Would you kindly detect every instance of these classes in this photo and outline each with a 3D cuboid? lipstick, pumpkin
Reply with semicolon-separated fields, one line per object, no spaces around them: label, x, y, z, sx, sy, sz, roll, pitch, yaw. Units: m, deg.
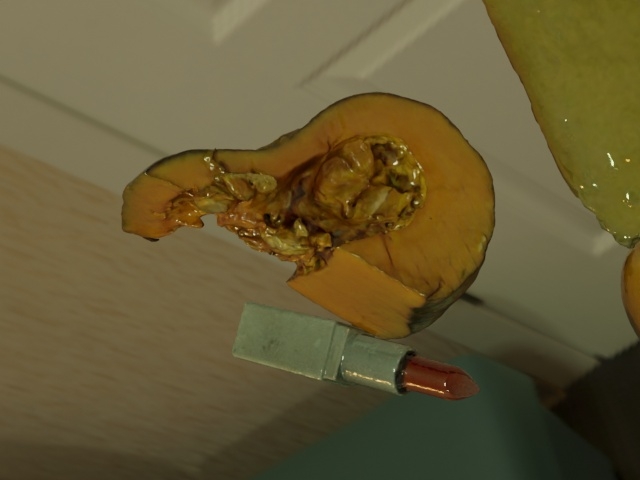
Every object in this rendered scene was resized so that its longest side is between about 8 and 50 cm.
lipstick;0.019;0.057;0.689;0.129;0.030;0.030;11;83;33
pumpkin;0.000;0.000;1.142;0.190;0.280;0.139;67;156;9

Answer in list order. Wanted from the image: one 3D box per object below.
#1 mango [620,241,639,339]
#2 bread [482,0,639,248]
mango;0.259;0.056;0.912;0.090;0.178;0.115;-42;24;18
bread;0.130;-0.188;0.557;0.233;0.245;0.362;-17;75;39
